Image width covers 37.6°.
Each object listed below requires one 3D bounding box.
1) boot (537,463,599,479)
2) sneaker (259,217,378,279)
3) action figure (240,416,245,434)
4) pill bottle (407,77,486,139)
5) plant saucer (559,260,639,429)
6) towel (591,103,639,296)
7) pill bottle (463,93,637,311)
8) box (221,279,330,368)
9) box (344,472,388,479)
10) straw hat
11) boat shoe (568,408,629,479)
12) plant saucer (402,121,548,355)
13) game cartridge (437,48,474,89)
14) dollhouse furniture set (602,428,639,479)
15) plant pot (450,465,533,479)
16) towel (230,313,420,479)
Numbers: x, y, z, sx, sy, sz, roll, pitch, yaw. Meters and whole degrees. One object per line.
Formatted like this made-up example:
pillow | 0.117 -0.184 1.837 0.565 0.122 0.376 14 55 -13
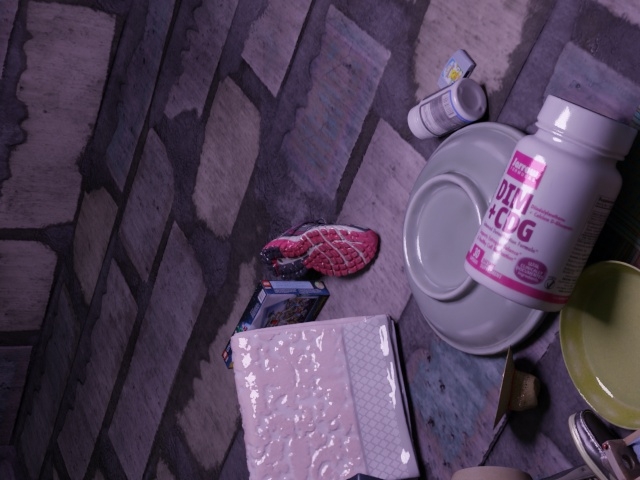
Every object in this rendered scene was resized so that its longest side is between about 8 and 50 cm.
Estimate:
boot | 0.343 0.425 1.314 0.085 0.236 0.178 101 147 -50
sneaker | 0.000 0.000 1.958 0.299 0.112 0.120 -5 125 45
action figure | -0.115 0.488 2.124 0.137 0.064 0.232 -49 52 38
pill bottle | 0.222 -0.230 1.671 0.137 0.078 0.078 -21 70 54
plant saucer | 0.435 0.145 1.333 0.241 0.037 0.240 27 120 58
towel | 0.509 -0.088 1.277 0.271 0.040 0.370 54 131 45
pill bottle | 0.332 -0.055 1.353 0.160 0.160 0.283 38 111 50
box | -0.099 0.183 2.034 0.044 0.159 0.233 58 132 38
box | 0.040 0.632 1.667 0.395 0.212 0.293 -42 35 42
straw hat | 0.318 0.241 1.499 0.061 0.144 0.144 11 98 13
boat shoe | 0.436 0.324 1.316 0.073 0.080 0.223 -52 52 32
plant saucer | 0.241 -0.005 1.593 0.400 0.101 0.400 -5 84 57
game cartridge | 0.244 -0.301 1.702 0.083 0.017 0.056 -60 39 34
dollhouse furniture set | 0.481 0.310 1.198 0.129 0.129 0.183 -51 48 40
plant pot | 0.262 0.495 1.433 0.256 0.257 0.274 -36 43 49
towel | 0.006 0.313 1.762 0.053 0.317 0.331 83 177 -73
